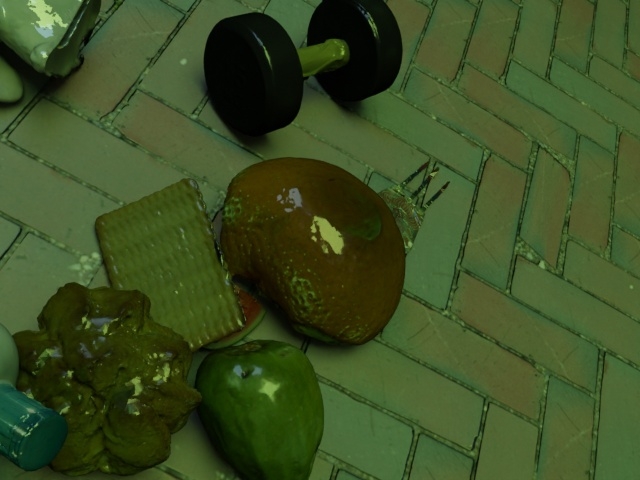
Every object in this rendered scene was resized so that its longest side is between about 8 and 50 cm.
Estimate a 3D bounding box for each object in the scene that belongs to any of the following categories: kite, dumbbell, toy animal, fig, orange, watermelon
[{"bbox_3d":[0.172,-0.070,1.328,0.127,0.016,0.229,48,56,2],"label":"kite"},{"bbox_3d":[-0.027,-0.324,1.257,0.322,0.204,0.204,-26,76,-35],"label":"dumbbell"},{"bbox_3d":[-0.482,-0.361,1.078,0.289,0.174,0.249,41,64,-1],"label":"toy animal"},{"bbox_3d":[-0.067,0.237,0.934,0.167,0.167,0.233,-18,65,-33],"label":"fig"},{"bbox_3d":[0.007,-0.005,1.107,0.334,0.196,0.262,47,31,11],"label":"orange"},{"bbox_3d":[-0.133,0.092,1.030,0.135,0.094,0.125,8,52,-35],"label":"watermelon"}]

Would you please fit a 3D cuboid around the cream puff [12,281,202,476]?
[{"bbox_3d":[-0.274,0.171,0.859,0.244,0.196,0.244,-6,47,6],"label":"cream puff"}]

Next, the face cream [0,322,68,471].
[{"bbox_3d":[-0.415,0.149,0.759,0.336,0.080,0.163,21,72,25],"label":"face cream"}]

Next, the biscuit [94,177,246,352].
[{"bbox_3d":[-0.216,0.047,1.003,0.172,0.029,0.255,-23,69,3],"label":"biscuit"}]
